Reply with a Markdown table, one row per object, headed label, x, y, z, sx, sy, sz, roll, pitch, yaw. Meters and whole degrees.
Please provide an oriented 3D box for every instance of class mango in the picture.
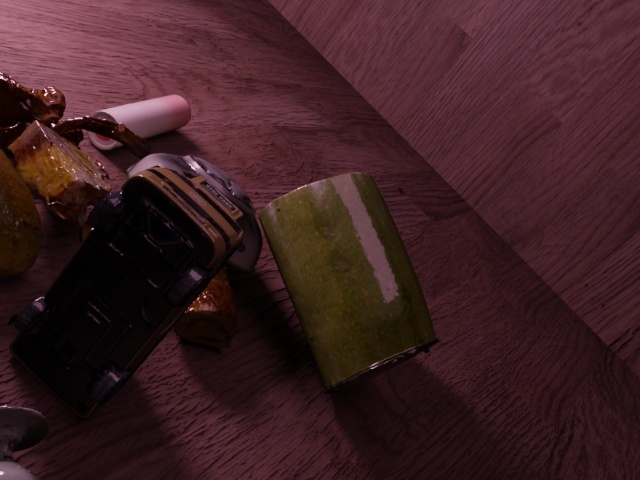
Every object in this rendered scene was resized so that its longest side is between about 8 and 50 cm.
| label | x | y | z | sx | sy | sz | roll | pitch | yaw |
| --- | --- | --- | --- | --- | --- | --- | --- | --- | --- |
| mango | -0.559 | -0.090 | 1.114 | 0.329 | 0.175 | 0.176 | 37 | 68 | -10 |

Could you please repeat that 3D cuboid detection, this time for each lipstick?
| label | x | y | z | sx | sy | sz | roll | pitch | yaw |
| --- | --- | --- | --- | --- | --- | --- | --- | --- | --- |
| lipstick | -0.418 | -0.283 | 1.700 | 0.087 | 0.087 | 0.327 | 42 | 25 | 2 |

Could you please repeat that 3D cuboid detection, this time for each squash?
| label | x | y | z | sx | sy | sz | roll | pitch | yaw |
| --- | --- | --- | --- | --- | --- | --- | --- | --- | --- |
| squash | 0.061 | 0.085 | 1.457 | 0.263 | 0.263 | 0.384 | -3 | 68 | -56 |

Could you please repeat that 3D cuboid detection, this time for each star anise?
| label | x | y | z | sx | sy | sz | roll | pitch | yaw |
| --- | --- | --- | --- | --- | --- | --- | --- | --- | --- |
| star anise | -0.503 | -0.217 | 1.410 | 0.346 | 0.148 | 0.237 | 18 | 34 | -21 |

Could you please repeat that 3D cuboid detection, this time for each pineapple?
| label | x | y | z | sx | sy | sz | roll | pitch | yaw |
| --- | --- | --- | --- | --- | --- | --- | --- | --- | --- |
| pineapple | -0.449 | -0.114 | 1.256 | 0.186 | 0.114 | 0.236 | 46 | -6 | -12 |

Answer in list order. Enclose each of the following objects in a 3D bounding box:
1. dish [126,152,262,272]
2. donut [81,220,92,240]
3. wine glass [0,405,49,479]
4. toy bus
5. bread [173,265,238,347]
| label | x | y | z | sx | sy | sz | roll | pitch | yaw |
| --- | --- | --- | --- | --- | --- | --- | --- | --- | --- |
| dish | -0.227 | -0.084 | 1.471 | 0.324 | 0.124 | 0.324 | 40 | 2 | -1 |
| donut | -0.357 | -0.022 | 1.367 | 0.141 | 0.085 | 0.217 | 42 | 25 | 3 |
| wine glass | -0.360 | 0.311 | 0.811 | 0.103 | 0.103 | 0.231 | 22 | 34 | -34 |
| toy bus | -0.268 | 0.065 | 1.030 | 0.177 | 0.365 | 0.202 | 43 | 22 | 2 |
| bread | -0.220 | 0.103 | 1.339 | 0.132 | 0.103 | 0.172 | 21 | 33 | -34 |
